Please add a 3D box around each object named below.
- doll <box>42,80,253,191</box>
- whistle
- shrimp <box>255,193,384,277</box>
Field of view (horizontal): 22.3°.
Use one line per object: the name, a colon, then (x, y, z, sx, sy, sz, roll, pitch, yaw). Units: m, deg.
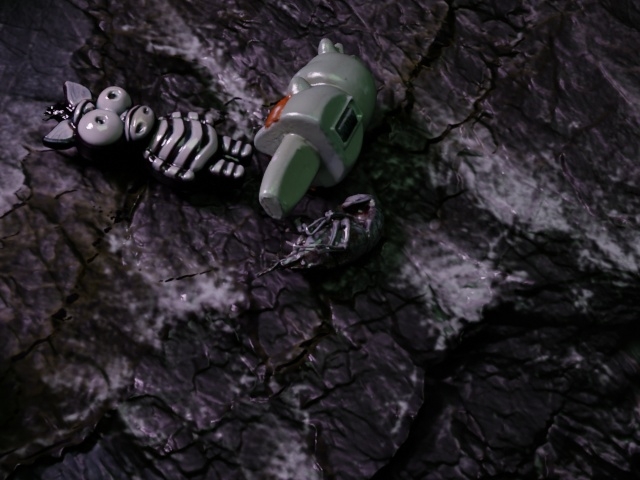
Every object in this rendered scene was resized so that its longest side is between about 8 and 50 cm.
doll: (-0.178, -0.105, 1.654, 0.219, 0.067, 0.091, 16, 56, 1)
whistle: (-0.005, -0.113, 1.674, 0.102, 0.106, 0.253, 33, 47, -8)
shrimp: (0.000, 0.000, 1.622, 0.165, 0.056, 0.065, -19, 75, -35)
